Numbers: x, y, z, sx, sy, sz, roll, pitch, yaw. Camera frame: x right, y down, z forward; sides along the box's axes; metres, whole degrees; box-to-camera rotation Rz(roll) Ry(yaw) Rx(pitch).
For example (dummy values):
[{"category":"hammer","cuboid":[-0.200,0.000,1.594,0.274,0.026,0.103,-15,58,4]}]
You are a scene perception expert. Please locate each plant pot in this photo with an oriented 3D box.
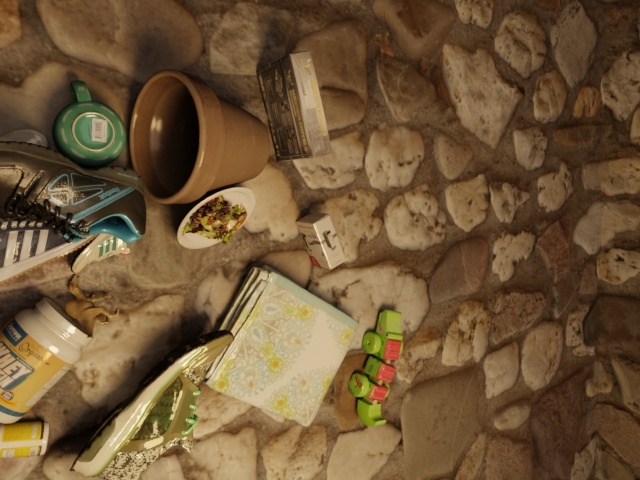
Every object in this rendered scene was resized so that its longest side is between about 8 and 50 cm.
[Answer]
[{"category":"plant pot","cuboid":[-0.237,-0.210,0.997,0.229,0.263,0.263,-7,99,-49]}]

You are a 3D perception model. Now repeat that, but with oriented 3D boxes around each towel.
[{"category":"towel","cuboid":[-0.096,0.276,1.217,0.374,0.090,0.320,35,80,-30]}]

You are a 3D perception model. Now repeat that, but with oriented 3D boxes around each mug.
[{"category":"mug","cuboid":[-0.461,-0.219,0.919,0.129,0.097,0.157,-49,118,-19]}]

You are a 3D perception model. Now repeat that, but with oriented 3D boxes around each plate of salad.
[{"category":"plate of salad","cuboid":[-0.224,-0.041,1.051,0.200,0.200,0.048,-27,68,-28]}]

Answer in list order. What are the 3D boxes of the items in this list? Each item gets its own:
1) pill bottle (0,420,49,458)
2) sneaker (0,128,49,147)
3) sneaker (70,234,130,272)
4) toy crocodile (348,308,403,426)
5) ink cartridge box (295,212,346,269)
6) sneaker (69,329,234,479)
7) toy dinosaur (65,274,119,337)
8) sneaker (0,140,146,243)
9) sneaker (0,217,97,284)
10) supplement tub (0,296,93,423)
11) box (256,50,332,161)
[{"category":"pill bottle","cuboid":[-0.601,0.390,0.915,0.116,0.065,0.065,11,89,-33]},{"category":"sneaker","cuboid":[-0.599,-0.130,0.844,0.229,0.092,0.087,-40,113,-24]},{"category":"sneaker","cuboid":[-0.442,0.017,0.981,0.075,0.057,0.161,46,68,-22]},{"category":"toy crocodile","cuboid":[0.178,0.373,1.387,0.115,0.105,0.340,21,83,-33]},{"category":"ink cartridge box","cuboid":[0.000,0.000,1.237,0.056,0.099,0.135,-30,109,-25]},{"category":"sneaker","cuboid":[-0.322,0.372,1.025,0.410,0.158,0.182,-45,102,-12]},{"category":"toy dinosaur","cuboid":[-0.462,0.148,0.942,0.093,0.183,0.053,17,115,-47]},{"category":"sneaker","cuboid":[-0.460,-0.074,0.817,0.341,0.125,0.139,4,62,-47]},{"category":"sneaker","cuboid":[-0.565,-0.022,0.875,0.282,0.099,0.153,-30,112,-24]},{"category":"supplement tub","cuboid":[-0.551,0.220,0.881,0.199,0.144,0.144,-49,118,-19]},{"category":"box","cuboid":[-0.066,-0.309,1.112,0.056,0.183,0.231,-21,105,-29]}]
